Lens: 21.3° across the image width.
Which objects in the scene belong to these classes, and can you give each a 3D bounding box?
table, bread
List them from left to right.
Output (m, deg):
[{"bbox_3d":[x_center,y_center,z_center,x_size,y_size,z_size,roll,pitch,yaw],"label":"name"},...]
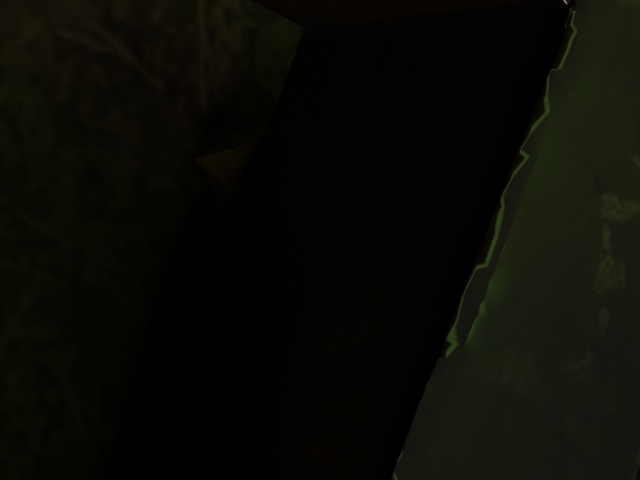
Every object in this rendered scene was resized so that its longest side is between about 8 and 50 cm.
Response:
[{"bbox_3d":[-0.055,0.004,0.527,0.282,0.196,0.251,24,83,-27],"label":"table"},{"bbox_3d":[0.000,0.000,0.699,0.066,0.060,0.110,-31,105,-22],"label":"bread"}]
